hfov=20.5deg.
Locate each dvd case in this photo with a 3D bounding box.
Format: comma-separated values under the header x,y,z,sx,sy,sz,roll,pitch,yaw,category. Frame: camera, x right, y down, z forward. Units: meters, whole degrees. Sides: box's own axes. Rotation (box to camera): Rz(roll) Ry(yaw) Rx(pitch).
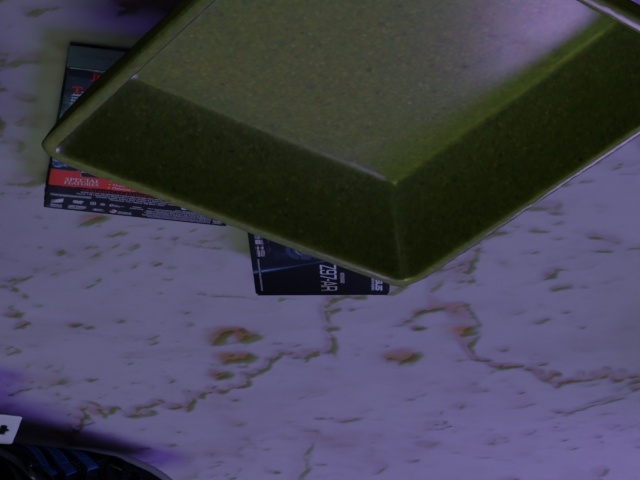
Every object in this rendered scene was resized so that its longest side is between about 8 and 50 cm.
x,y,z,sx,sy,sz,roll,pitch,yaw,category
-0.072,-0.042,0.762,0.087,0.013,0.119,6,153,-10,dvd case

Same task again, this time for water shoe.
x,y,z,sx,sy,sz,roll,pitch,yaw,category
-0.174,0.158,1.055,0.203,0.073,0.080,12,179,-19,water shoe

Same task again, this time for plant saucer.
x,y,z,sx,sy,sz,roll,pitch,yaw,category
0.021,-0.066,0.669,0.188,0.045,0.188,20,140,-34,plant saucer

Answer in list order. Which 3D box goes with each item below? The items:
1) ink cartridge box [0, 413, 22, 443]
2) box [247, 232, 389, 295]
x,y,z,sx,sy,sz,roll,pitch,yaw,category
-0.212,0.091,1.000,0.083,0.028,0.048,9,152,-15,ink cartridge box
0.000,0.000,0.835,0.067,0.018,0.083,0,152,1,box
